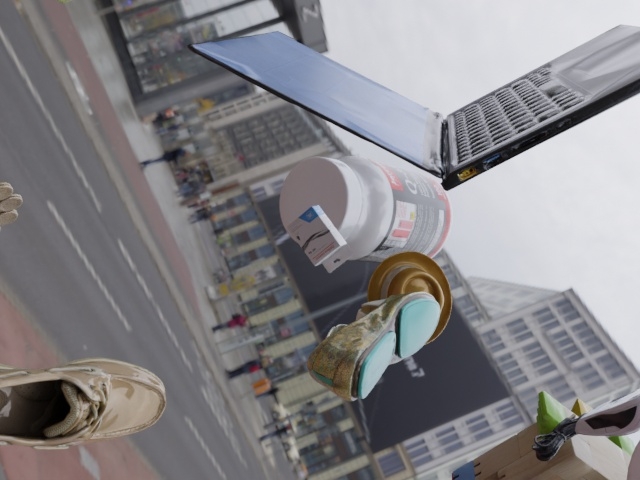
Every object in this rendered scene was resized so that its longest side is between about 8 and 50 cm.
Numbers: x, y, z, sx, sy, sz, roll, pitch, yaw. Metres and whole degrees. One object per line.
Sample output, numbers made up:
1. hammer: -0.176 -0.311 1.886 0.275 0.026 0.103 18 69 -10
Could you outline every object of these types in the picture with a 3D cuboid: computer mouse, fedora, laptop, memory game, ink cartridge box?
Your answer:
1. computer mouse: 0.366 0.236 0.930 0.042 0.106 0.193 63 -33 15
2. fedora: 0.187 0.117 1.420 0.079 0.194 0.194 -178 -113 -75
3. laptop: 0.137 -0.222 0.798 0.236 0.407 0.382 60 17 -12
4. memory game: -0.516 -0.032 1.022 0.012 0.186 0.186 61 -9 16
5. ink cartridge box: 0.000 0.000 0.974 0.083 0.048 0.028 53 20 8

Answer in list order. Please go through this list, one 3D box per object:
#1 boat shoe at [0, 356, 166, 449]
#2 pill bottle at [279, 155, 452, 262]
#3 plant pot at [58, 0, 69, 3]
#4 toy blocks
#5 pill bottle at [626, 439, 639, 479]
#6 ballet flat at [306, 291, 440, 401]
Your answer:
1. boat shoe: -0.336 0.223 0.947 0.110 0.341 0.122 10 -90 44
2. pill bottle: 0.099 -0.059 1.490 0.363 0.210 0.210 6 54 -51
3. plant pot: -0.371 -0.528 1.168 0.276 0.253 0.276 58 4 -6
4. toy blocks: 0.399 0.440 1.191 0.381 0.261 0.191 37 31 -18
5. pill bottle: 0.485 0.300 0.731 0.407 0.229 0.229 31 18 -35
6. ballet flat: 0.090 0.156 1.206 0.348 0.123 0.123 -27 98 -56
